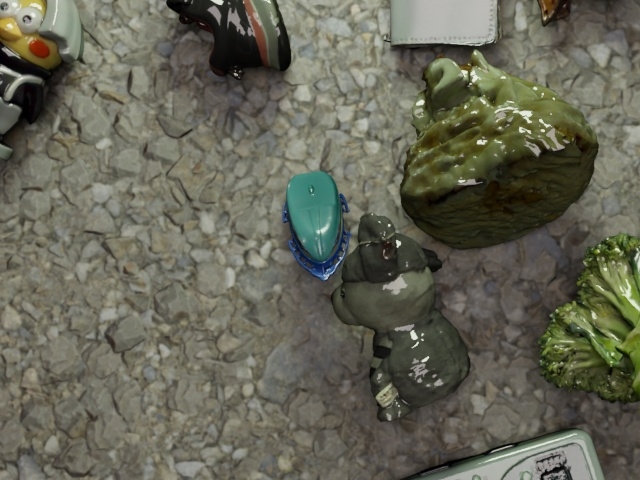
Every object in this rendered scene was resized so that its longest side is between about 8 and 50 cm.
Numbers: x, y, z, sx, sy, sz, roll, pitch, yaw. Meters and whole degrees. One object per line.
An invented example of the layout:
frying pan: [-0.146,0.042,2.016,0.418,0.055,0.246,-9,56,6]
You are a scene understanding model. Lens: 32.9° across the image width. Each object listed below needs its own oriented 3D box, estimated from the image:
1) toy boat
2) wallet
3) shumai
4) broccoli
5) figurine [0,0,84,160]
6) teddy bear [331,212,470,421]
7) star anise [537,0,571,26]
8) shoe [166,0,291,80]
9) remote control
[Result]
toy boat: [0.000,0.000,1.421,0.091,0.110,0.175,-9,42,1]
wallet: [0.170,-0.371,1.458,0.170,0.069,0.231,0,90,13]
shumai: [0.216,-0.127,1.400,0.255,0.189,0.218,-24,65,15]
broccoli: [0.373,0.128,1.262,0.252,0.361,0.221,28,105,23]
figurine: [-0.424,-0.243,1.446,0.176,0.133,0.236,31,90,3]
teddy bear: [0.099,0.090,1.383,0.144,0.171,0.251,-20,84,33]
star anise: [0.352,-0.408,1.438,0.220,0.099,0.214,-34,79,19]
shoe: [-0.144,-0.344,1.457,0.137,0.114,0.291,-23,87,6]
remote control: [0.220,0.341,1.390,0.296,0.056,0.140,-17,82,0]
